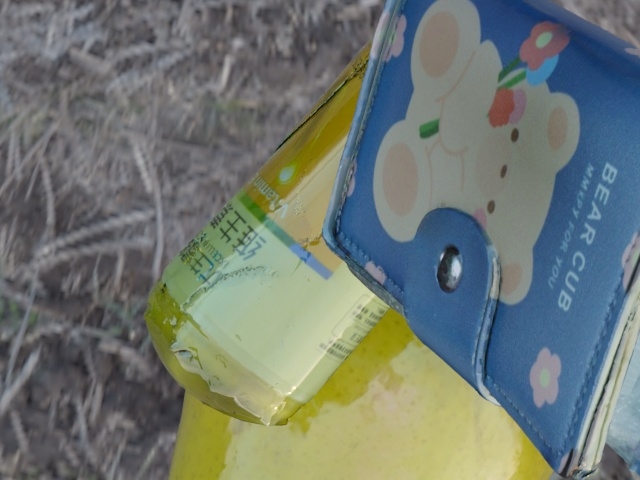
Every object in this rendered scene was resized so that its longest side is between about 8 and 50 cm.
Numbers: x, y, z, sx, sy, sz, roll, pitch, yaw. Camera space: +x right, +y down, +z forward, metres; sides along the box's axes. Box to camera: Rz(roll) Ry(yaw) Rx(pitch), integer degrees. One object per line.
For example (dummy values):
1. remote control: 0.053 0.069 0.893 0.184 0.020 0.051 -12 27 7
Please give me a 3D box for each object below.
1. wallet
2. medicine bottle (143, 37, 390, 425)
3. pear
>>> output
1. wallet: 0.077 -0.013 0.681 0.059 0.202 0.141 7 110 -30
2. medicine bottle: 0.000 0.000 1.127 0.124 0.124 0.239 41 95 -14
3. pear: 0.026 0.134 1.362 0.285 0.285 0.336 26 97 -10
